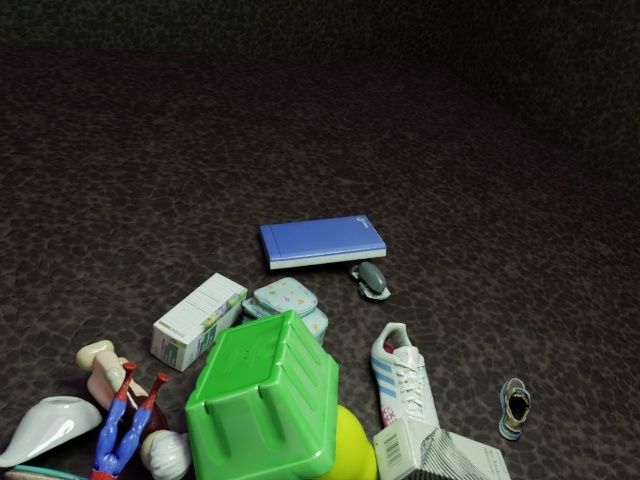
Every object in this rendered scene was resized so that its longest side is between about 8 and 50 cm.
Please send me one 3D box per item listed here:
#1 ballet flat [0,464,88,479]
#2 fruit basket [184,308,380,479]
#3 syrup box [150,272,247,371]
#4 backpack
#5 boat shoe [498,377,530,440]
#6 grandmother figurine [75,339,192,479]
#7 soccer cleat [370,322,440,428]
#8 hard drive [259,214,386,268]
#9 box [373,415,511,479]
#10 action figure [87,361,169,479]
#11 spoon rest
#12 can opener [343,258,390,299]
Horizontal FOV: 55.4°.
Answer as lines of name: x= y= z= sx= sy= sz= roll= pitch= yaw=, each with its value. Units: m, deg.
ballet flat: x=-0.374 y=0.441 z=1.004 sx=0.316 sy=0.107 sz=0.106 roll=10 pitch=63 yaw=-6
fruit basket: x=-0.059 y=0.357 z=1.140 sx=0.283 sy=0.392 sz=0.392 roll=-18 pitch=36 yaw=8
syrup box: x=-0.275 y=0.182 z=1.398 sx=0.096 sy=0.093 sz=0.237 roll=27 pitch=36 yaw=14
backpack: x=-0.077 y=0.187 z=1.433 sx=0.188 sy=0.144 sz=0.166 roll=40 pitch=36 yaw=25
boat shoe: x=0.466 y=0.385 z=1.439 sx=0.066 sy=0.066 sz=0.183 roll=20 pitch=35 yaw=5
grandmother figurine: x=-0.330 y=0.318 z=1.108 sx=0.104 sy=0.207 sz=0.342 roll=-46 pitch=42 yaw=-12
soccer cleat: x=0.187 y=0.324 z=1.346 sx=0.116 sy=0.143 sz=0.331 roll=2 pitch=37 yaw=-19
hard drive: x=0.000 y=0.000 z=1.724 sx=0.319 sy=0.040 sz=0.210 roll=-6 pitch=28 yaw=-11
box: x=0.238 y=0.435 z=1.166 sx=0.275 sy=0.094 sz=0.113 roll=25 pitch=34 yaw=-29
action figure: x=-0.321 y=0.336 z=0.921 sx=0.092 sy=0.280 sz=0.139 roll=22 pitch=-8 yaw=-9
spoon rest: x=-0.493 y=0.327 z=1.050 sx=0.137 sy=0.084 sz=0.276 roll=2 pitch=-4 yaw=17
can opener: x=0.119 y=0.057 z=1.727 sx=0.076 sy=0.095 sz=0.283 roll=-2 pitch=39 yaw=-25
